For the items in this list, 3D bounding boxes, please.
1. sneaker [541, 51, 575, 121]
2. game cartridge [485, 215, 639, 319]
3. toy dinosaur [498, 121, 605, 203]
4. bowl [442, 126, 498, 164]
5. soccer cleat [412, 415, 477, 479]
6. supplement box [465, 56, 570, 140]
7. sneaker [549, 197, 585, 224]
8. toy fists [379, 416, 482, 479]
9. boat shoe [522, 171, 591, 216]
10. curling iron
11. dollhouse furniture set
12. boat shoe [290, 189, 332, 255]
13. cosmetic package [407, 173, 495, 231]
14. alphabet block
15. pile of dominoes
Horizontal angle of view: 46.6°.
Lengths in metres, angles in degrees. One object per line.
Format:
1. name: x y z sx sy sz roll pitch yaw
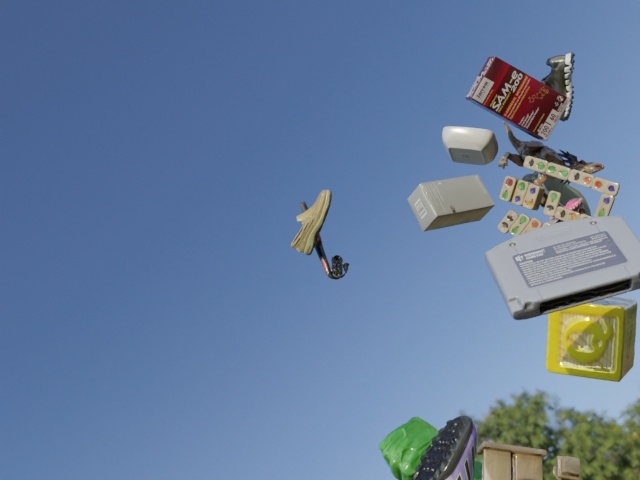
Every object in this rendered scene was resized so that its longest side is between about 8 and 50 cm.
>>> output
1. sneaker: 0.802 -0.518 2.516 0.078 0.106 0.234 -50 -41 -54
2. game cartridge: 0.495 0.046 1.500 0.294 0.196 0.060 -15 -45 2
3. toy dinosaur: 0.653 -0.239 2.177 0.200 0.296 0.127 -30 -25 -40
4. bowl: 0.388 -0.242 1.946 0.142 0.142 0.053 48 -125 -63
5. soccer cleat: 0.210 0.452 1.243 0.318 0.116 0.108 -64 9 -24
6. supplement box: 0.528 -0.380 1.993 0.240 0.073 0.130 27 -81 -7
7. sneaker: 0.655 -0.063 1.958 0.119 0.047 0.057 -34 -74 -18
8. toy fists: 0.259 0.532 1.714 0.142 0.279 0.096 -28 -44 -33
9. boat shoe: 0.775 -0.134 2.427 0.302 0.091 0.114 41 -118 -28
10. curling iron: 0.000 0.000 2.029 0.068 0.274 0.035 -7 -39 -32
11. dollhouse furniture set: 0.415 0.607 1.561 0.356 0.303 0.173 9 -32 0
12. boat shoe: -0.028 -0.052 1.940 0.072 0.068 0.189 20 -71 -4
13. cosmetic package: 0.404 -0.117 2.296 0.238 0.127 0.107 -14 -24 -28
14. alphabet block: 0.712 0.247 1.946 0.197 0.193 0.193 -4 -85 -57
15. pile of dominoes: 0.531 -0.075 1.710 0.040 0.251 0.195 0 -70 -48
